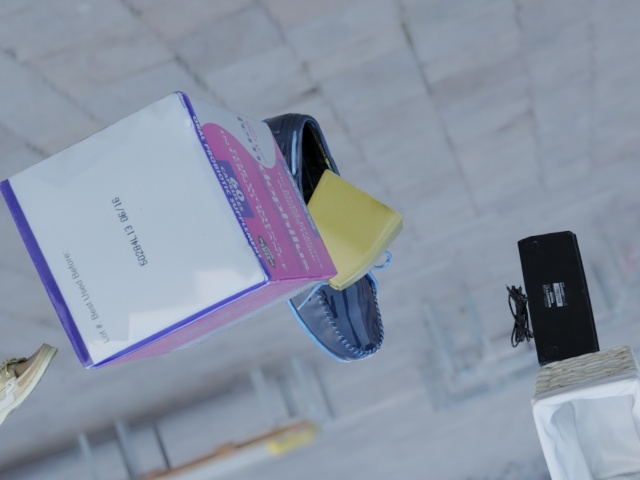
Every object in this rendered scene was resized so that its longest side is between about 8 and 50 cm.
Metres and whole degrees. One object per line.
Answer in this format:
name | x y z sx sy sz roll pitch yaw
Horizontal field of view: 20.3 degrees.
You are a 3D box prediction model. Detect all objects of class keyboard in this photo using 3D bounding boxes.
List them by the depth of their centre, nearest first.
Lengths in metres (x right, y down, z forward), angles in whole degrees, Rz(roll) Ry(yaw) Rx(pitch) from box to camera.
keyboard | 0.270 0.076 2.125 0.100 0.192 0.038 -7 141 3

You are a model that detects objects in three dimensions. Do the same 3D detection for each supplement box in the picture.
supplement box | -0.077 -0.004 1.014 0.114 0.111 0.220 -26 176 8

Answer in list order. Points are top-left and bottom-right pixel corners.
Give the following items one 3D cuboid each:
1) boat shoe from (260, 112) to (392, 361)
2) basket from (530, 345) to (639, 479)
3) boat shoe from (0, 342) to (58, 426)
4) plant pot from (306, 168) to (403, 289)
boat shoe | 0.000 0.000 1.760 0.089 0.258 0.109 -18 -167 46
basket | 0.284 0.199 1.781 0.113 0.167 0.103 -15 -160 13
boat shoe | -0.331 0.153 1.918 0.135 0.045 0.050 -47 -171 27
plant pot | 0.019 -0.003 1.601 0.083 0.081 0.081 -58 174 -4
